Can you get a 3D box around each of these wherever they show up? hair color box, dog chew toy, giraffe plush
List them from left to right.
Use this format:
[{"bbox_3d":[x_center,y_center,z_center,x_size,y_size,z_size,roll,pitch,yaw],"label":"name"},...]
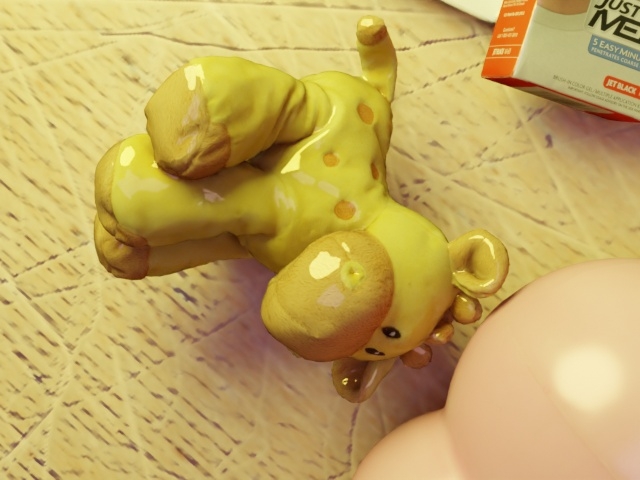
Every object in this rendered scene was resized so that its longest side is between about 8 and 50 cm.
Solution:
[{"bbox_3d":[0.000,0.000,0.607,0.210,0.181,0.170,-24,72,-24],"label":"giraffe plush"},{"bbox_3d":[0.106,0.164,0.595,0.332,0.206,0.206,-43,86,13],"label":"dog chew toy"},{"bbox_3d":[0.166,-0.161,0.633,0.093,0.053,0.167,15,94,-16],"label":"hair color box"}]

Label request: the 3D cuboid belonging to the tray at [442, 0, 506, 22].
[{"bbox_3d":[0.105,-0.280,0.667,0.145,0.030,0.270,27,93,5],"label":"tray"}]
